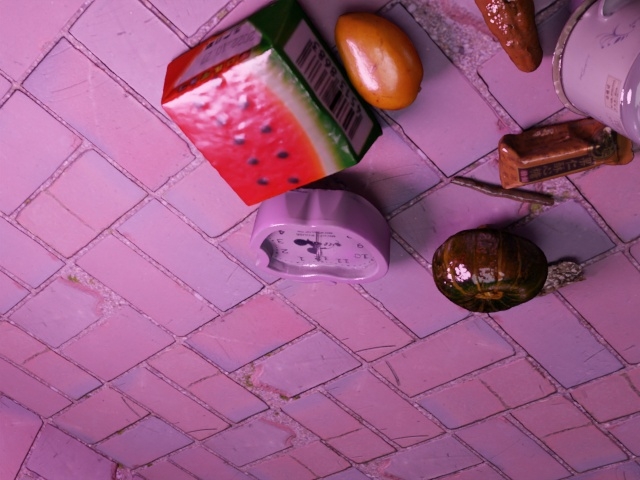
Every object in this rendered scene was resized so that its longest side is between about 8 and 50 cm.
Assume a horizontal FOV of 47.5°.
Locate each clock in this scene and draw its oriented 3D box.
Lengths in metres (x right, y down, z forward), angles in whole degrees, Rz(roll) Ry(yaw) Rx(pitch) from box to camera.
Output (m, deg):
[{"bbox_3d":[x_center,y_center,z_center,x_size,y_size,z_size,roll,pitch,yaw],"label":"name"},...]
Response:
[{"bbox_3d":[0.000,0.000,1.715,0.339,0.102,0.338,6,152,3],"label":"clock"}]

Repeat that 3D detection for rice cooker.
[{"bbox_3d":[0.558,-0.302,1.245,0.264,0.316,0.316,-35,121,3],"label":"rice cooker"}]

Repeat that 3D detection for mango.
[{"bbox_3d":[0.110,-0.351,1.410,0.145,0.112,0.219,-26,118,33],"label":"mango"}]

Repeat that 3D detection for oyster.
[{"bbox_3d":[0.551,0.110,1.774,0.106,0.061,0.200,36,129,-22],"label":"oyster"}]

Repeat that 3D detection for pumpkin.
[{"bbox_3d":[0.385,0.054,1.686,0.261,0.189,0.260,2,155,1],"label":"pumpkin"}]

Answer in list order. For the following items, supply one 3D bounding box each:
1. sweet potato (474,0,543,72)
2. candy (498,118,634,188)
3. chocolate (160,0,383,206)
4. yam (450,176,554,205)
[{"bbox_3d":[0.321,-0.443,1.296,0.106,0.095,0.354,-26,126,-2],"label":"sweet potato"},{"bbox_3d":[0.501,-0.187,1.491,0.272,0.101,0.143,-10,135,13],"label":"candy"},{"bbox_3d":[-0.105,-0.261,1.503,0.342,0.161,0.360,-19,126,30],"label":"chocolate"},{"bbox_3d":[0.407,-0.108,1.631,0.234,0.029,0.027,13,106,2],"label":"yam"}]
